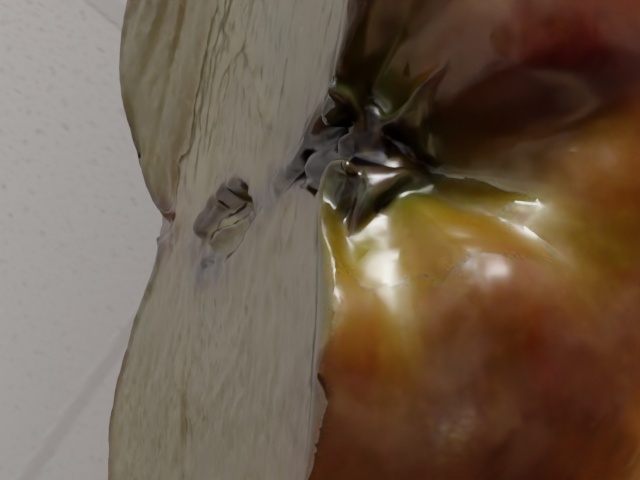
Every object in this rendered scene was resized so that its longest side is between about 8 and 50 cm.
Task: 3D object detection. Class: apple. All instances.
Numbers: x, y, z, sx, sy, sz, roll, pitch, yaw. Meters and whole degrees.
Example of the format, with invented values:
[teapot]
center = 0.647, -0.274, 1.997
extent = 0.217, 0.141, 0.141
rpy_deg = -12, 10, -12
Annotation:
[apple]
center = 0.000, 0.000, 0.566
extent = 0.295, 0.365, 0.328
rpy_deg = -38, -85, -20
